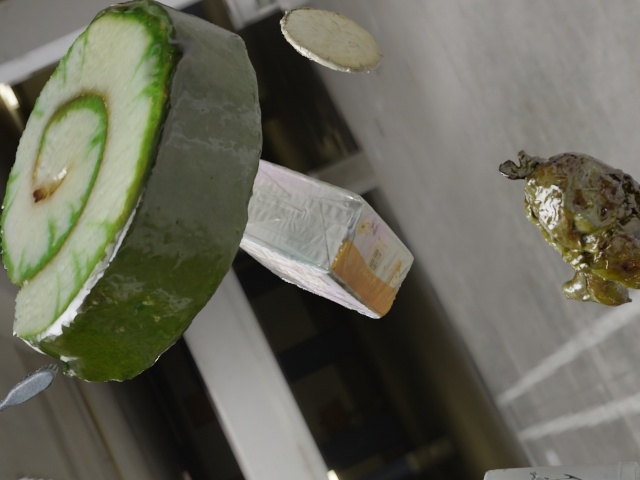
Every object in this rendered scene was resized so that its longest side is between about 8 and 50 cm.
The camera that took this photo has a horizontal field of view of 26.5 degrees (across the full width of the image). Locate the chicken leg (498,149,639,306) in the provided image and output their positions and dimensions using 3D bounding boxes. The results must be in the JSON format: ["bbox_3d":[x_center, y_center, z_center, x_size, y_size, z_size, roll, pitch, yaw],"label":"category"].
[{"bbox_3d":[0.376,0.001,1.781,0.211,0.140,0.361,42,177,40],"label":"chicken leg"}]

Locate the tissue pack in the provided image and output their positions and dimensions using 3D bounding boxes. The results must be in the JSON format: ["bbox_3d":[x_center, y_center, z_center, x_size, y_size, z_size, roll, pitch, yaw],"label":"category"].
[{"bbox_3d":[0.000,0.000,1.829,0.185,0.124,0.225,20,170,26],"label":"tissue pack"}]

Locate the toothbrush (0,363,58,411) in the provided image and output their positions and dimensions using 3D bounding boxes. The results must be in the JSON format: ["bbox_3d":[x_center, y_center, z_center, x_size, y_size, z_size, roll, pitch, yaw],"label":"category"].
[{"bbox_3d":[-0.392,0.209,1.360,0.023,0.321,0.031,56,-169,-9],"label":"toothbrush"}]

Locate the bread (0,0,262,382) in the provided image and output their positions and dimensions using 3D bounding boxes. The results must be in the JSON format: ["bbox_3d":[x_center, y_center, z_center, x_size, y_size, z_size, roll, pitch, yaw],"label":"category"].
[{"bbox_3d":[-0.195,-0.048,1.345,0.366,0.129,0.382,-9,65,56],"label":"bread"}]

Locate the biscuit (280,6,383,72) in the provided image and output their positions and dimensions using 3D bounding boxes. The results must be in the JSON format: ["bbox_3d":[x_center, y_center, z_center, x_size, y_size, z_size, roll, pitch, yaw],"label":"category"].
[{"bbox_3d":[0.016,-0.277,1.858,0.152,0.152,0.020,61,139,40],"label":"biscuit"}]

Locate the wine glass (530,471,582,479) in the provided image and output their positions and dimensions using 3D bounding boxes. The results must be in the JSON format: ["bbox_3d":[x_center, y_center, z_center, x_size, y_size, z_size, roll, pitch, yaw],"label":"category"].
[{"bbox_3d":[0.292,0.391,1.588,0.165,0.165,0.196,-133,59,-76],"label":"wine glass"}]

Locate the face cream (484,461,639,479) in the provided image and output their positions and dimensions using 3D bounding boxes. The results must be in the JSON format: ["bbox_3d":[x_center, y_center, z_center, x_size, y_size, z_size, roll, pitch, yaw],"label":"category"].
[{"bbox_3d":[0.423,0.383,1.909,0.145,0.369,0.145,-7,-90,-74],"label":"face cream"}]
